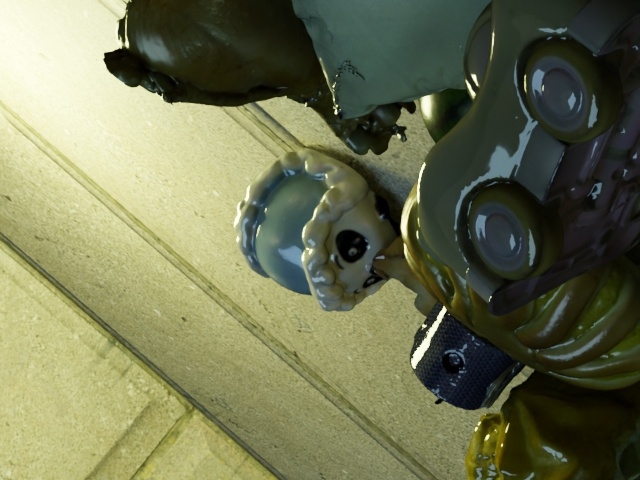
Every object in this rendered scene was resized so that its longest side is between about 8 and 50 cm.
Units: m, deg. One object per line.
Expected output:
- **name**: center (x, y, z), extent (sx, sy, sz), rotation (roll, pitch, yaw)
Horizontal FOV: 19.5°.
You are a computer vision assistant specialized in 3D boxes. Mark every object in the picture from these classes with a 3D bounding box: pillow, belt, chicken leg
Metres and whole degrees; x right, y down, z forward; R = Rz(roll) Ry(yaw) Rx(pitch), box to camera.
- **pillow**: center (0.100, -0.249, 1.717), extent (0.310, 0.119, 0.312), rotation (-6, 134, 26)
- **belt**: center (0.188, 0.126, 2.245), extent (0.139, 0.126, 0.230), rotation (35, -158, 8)
- **chicken leg**: center (-0.048, -0.191, 1.984), extent (0.152, 0.201, 0.429), rotation (-27, 147, 30)

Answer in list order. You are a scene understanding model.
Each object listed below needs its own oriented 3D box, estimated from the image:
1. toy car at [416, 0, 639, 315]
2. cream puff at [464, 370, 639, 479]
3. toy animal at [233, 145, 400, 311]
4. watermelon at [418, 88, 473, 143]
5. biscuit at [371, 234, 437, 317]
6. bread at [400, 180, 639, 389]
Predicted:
- **toy car**: center (0.202, -0.134, 1.595), extent (0.226, 0.242, 0.336), rotation (45, 140, 26)
- **cream puff**: center (0.301, 0.243, 2.253), extent (0.274, 0.323, 0.270), rotation (-4, 113, 47)
- **toy animal**: center (0.000, 0.000, 2.426), extent (0.204, 0.156, 0.208), rotation (29, 160, 35)
- **watermelon**: center (0.180, -0.129, 1.910), extent (0.204, 0.127, 0.232), rotation (38, 165, -6)
- **biscuit**: center (0.158, 0.051, 2.380), extent (0.118, 0.061, 0.183), rotation (-6, 141, 37)
- **bread**: center (0.230, 0.045, 2.050), extent (0.333, 0.160, 0.333), rotation (34, 177, 2)
